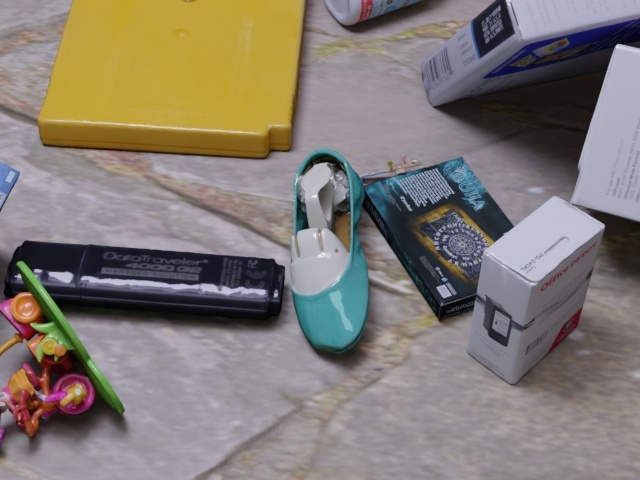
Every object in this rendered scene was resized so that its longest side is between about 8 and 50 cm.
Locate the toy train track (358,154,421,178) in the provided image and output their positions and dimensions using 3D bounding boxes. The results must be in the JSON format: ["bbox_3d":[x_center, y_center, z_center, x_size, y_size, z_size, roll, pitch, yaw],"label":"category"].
[{"bbox_3d":[0.068,-0.080,1.486,0.083,0.014,0.048,-13,13,2],"label":"toy train track"}]

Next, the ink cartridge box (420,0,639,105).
[{"bbox_3d":[0.297,-0.232,1.475,0.307,0.303,0.072,-15,86,-13],"label":"ink cartridge box"}]

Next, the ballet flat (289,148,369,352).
[{"bbox_3d":[0.000,0.000,1.366,0.083,0.087,0.247,-18,42,19],"label":"ballet flat"}]

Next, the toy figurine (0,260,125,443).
[{"bbox_3d":[-0.292,0.133,1.243,0.159,0.130,0.173,-35,81,-14],"label":"toy figurine"}]

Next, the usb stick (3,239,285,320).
[{"bbox_3d":[-0.176,0.040,1.357,0.278,0.045,0.077,4,40,2],"label":"usb stick"}]

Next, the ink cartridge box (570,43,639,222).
[{"bbox_3d":[0.389,-0.090,1.371,0.233,0.168,0.171,16,8,12],"label":"ink cartridge box"}]

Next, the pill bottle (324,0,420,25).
[{"bbox_3d":[0.087,-0.330,1.685,0.160,0.087,0.087,-22,51,-20],"label":"pill bottle"}]

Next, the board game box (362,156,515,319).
[{"bbox_3d":[0.137,-0.006,1.423,0.126,0.026,0.186,-17,49,-17],"label":"board game box"}]

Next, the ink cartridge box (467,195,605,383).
[{"bbox_3d":[0.203,0.047,1.289,0.063,0.150,0.109,36,55,28],"label":"ink cartridge box"}]

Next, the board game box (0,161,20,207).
[{"bbox_3d":[-0.357,0.032,1.294,0.035,0.136,0.201,28,47,-11],"label":"board game box"}]

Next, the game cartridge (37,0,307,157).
[{"bbox_3d":[-0.164,-0.226,1.610,0.285,0.052,0.323,4,49,2],"label":"game cartridge"}]
